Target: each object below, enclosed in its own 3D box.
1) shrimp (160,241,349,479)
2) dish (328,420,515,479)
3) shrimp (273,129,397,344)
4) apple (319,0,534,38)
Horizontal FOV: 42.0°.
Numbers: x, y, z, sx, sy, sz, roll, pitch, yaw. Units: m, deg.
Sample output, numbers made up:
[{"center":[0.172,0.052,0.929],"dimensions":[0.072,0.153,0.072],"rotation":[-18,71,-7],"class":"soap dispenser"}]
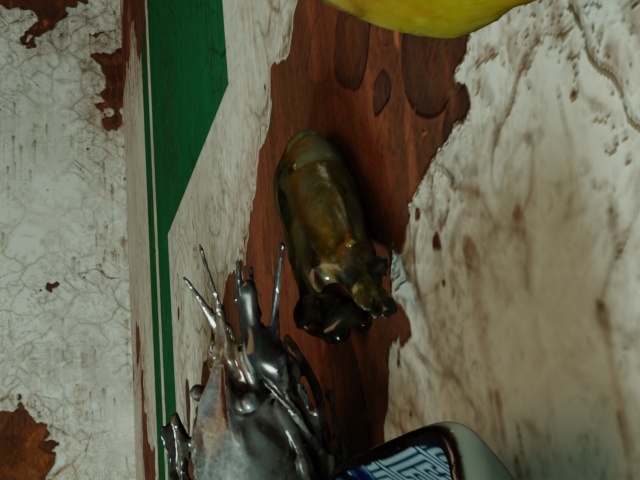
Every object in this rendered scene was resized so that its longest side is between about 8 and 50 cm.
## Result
[{"center":[-0.039,0.145,0.628],"dimensions":[0.116,0.145,0.343],"rotation":[18,126,35],"class":"shrimp"},{"center":[0.075,0.212,0.373],"dimensions":[0.182,0.080,0.243],"rotation":[127,140,-62],"class":"dish"},{"center":[-0.003,0.012,0.651],"dimensions":[0.254,0.059,0.145],"rotation":[-111,24,-49],"class":"shrimp"},{"center":[0.057,-0.259,0.345],"dimensions":[0.179,0.254,0.346],"rotation":[34,-135,-60],"class":"apple"}]
